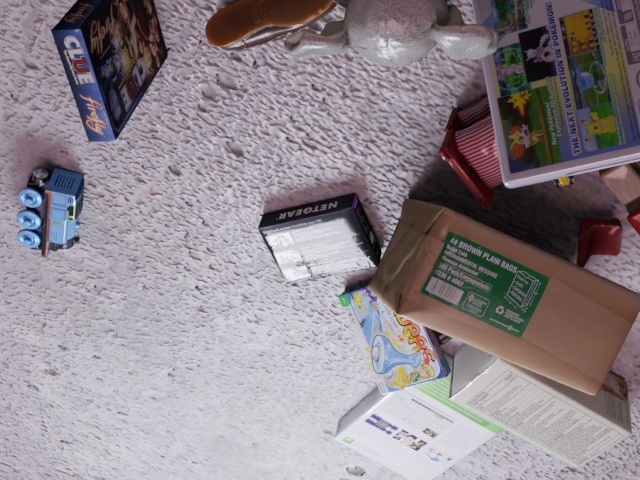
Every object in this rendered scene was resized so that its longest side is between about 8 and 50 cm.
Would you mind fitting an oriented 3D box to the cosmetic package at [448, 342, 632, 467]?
[{"bbox_3d":[0.398,0.271,1.566,0.296,0.129,0.153,30,130,-14],"label":"cosmetic package"}]

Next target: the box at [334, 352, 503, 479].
[{"bbox_3d":[0.210,0.358,1.729,0.232,0.058,0.322,31,130,-14],"label":"box"}]

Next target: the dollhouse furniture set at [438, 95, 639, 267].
[{"bbox_3d":[0.369,-0.076,1.250,0.201,0.152,0.374,-32,111,32],"label":"dollhouse furniture set"}]

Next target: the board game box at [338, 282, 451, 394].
[{"bbox_3d":[0.132,0.166,1.545,0.136,0.035,0.201,-22,96,28],"label":"board game box"}]

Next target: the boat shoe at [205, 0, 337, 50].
[{"bbox_3d":[-0.062,-0.322,1.220,0.207,0.073,0.073,-11,88,25],"label":"boat shoe"}]

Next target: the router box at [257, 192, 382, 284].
[{"bbox_3d":[0.000,0.000,1.484,0.178,0.046,0.133,-12,125,21],"label":"router box"}]

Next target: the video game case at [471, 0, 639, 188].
[{"bbox_3d":[0.347,-0.253,1.057,0.299,0.329,0.036,-12,168,21],"label":"video game case"}]

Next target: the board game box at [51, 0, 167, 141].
[{"bbox_3d":[-0.283,-0.271,1.193,0.042,0.243,0.165,0,130,11],"label":"board game box"}]

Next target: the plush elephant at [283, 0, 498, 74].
[{"bbox_3d":[0.086,-0.319,1.026,0.271,0.255,0.330,-5,120,9],"label":"plush elephant"}]

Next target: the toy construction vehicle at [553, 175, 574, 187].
[{"bbox_3d":[0.325,-0.124,1.114,0.086,0.035,0.098,-18,116,38],"label":"toy construction vehicle"}]

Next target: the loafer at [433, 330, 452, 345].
[{"bbox_3d":[0.179,0.160,1.569,0.170,0.062,0.061,-19,118,24],"label":"loafer"}]

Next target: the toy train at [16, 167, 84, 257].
[{"bbox_3d":[-0.478,-0.048,1.532,0.105,0.080,0.184,13,131,-6],"label":"toy train"}]

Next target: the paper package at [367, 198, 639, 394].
[{"bbox_3d":[0.264,0.076,1.307,0.324,0.309,0.168,24,92,-7],"label":"paper package"}]
